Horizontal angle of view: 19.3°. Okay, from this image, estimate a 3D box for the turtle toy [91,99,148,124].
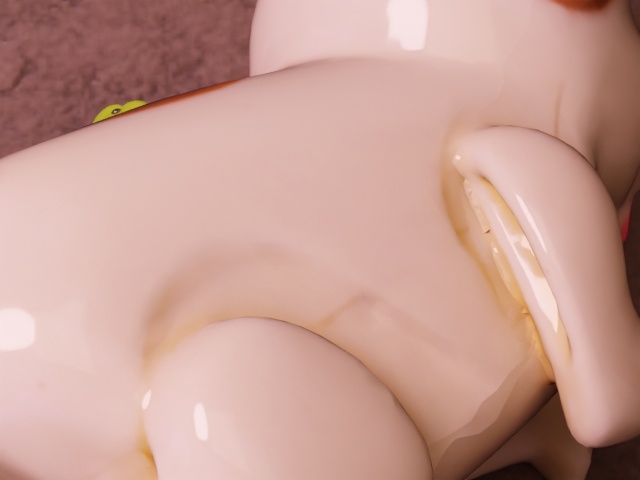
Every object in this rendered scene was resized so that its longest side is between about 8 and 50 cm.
[{"bbox_3d":[-0.110,-0.008,0.951,0.095,0.066,0.130,17,69,4],"label":"turtle toy"}]

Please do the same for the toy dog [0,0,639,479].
[{"bbox_3d":[0.000,0.000,0.852,0.395,0.284,0.408,37,63,3],"label":"toy dog"}]
